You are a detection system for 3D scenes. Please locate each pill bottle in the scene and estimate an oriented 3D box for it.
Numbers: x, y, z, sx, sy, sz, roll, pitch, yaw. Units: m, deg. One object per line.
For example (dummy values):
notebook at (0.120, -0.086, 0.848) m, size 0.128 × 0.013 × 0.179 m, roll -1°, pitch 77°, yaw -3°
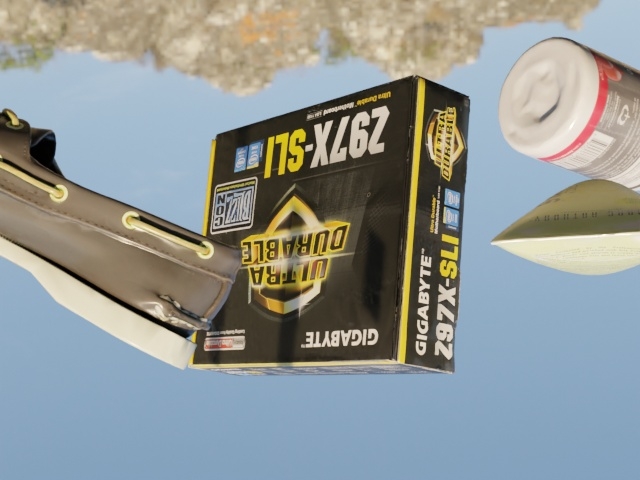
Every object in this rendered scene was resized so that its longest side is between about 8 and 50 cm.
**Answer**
pill bottle at (0.434, -0.174, 1.643) m, size 0.319 × 0.176 × 0.176 m, roll 15°, pitch -167°, yaw -34°

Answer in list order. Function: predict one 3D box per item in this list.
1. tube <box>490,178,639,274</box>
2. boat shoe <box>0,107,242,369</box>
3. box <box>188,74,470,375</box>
tube at (0.154, -0.007, 0.612) m, size 0.062 × 0.070 × 0.240 m, roll 46°, pitch -167°, yaw 9°
boat shoe at (-0.147, -0.023, 0.544) m, size 0.228 × 0.068 × 0.081 m, roll 32°, pitch 174°, yaw 2°
box at (0.000, 0.000, 1.071) m, size 0.079 × 0.257 × 0.322 m, roll 16°, pitch 165°, yaw -37°
